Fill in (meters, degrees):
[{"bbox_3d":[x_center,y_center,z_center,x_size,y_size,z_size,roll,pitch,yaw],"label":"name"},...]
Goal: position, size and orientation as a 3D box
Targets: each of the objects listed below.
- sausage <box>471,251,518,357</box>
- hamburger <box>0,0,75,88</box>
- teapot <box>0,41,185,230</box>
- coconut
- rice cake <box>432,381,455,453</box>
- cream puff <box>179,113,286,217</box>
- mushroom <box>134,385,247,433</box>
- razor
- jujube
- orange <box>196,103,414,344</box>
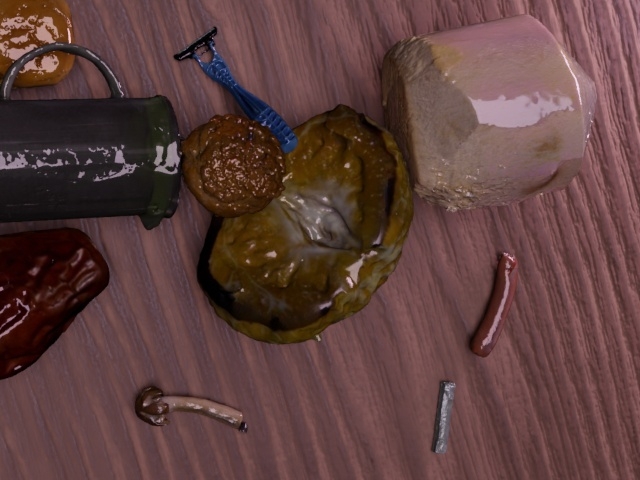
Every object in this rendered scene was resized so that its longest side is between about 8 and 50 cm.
[{"bbox_3d":[0.290,0.108,1.834,0.047,0.040,0.176,20,89,-7],"label":"sausage"},{"bbox_3d":[-0.429,-0.293,1.620,0.138,0.083,0.147,-2,91,-9],"label":"hamburger"},{"bbox_3d":[-0.356,-0.144,1.573,0.337,0.200,0.270,-3,93,-23],"label":"teapot"},{"bbox_3d":[0.266,-0.191,1.681,0.310,0.297,0.297,-10,96,-7],"label":"coconut"},{"bbox_3d":[0.204,0.294,1.837,0.022,0.021,0.121,7,92,-23],"label":"rice cake"},{"bbox_3d":[-0.114,-0.108,1.558,0.150,0.115,0.165,53,40,-17],"label":"cream puff"},{"bbox_3d":[-0.197,0.269,1.727,0.187,0.061,0.060,12,86,-18],"label":"mushroom"},{"bbox_3d":[-0.117,-0.220,1.664,0.082,0.042,0.253,-39,63,-9],"label":"razor"},{"bbox_3d":[-0.448,0.090,1.591,0.290,0.197,0.197,-32,101,-23],"label":"jujube"},{"bbox_3d":[0.000,0.000,1.659,0.368,0.271,0.210,-51,144,-4],"label":"orange"}]
